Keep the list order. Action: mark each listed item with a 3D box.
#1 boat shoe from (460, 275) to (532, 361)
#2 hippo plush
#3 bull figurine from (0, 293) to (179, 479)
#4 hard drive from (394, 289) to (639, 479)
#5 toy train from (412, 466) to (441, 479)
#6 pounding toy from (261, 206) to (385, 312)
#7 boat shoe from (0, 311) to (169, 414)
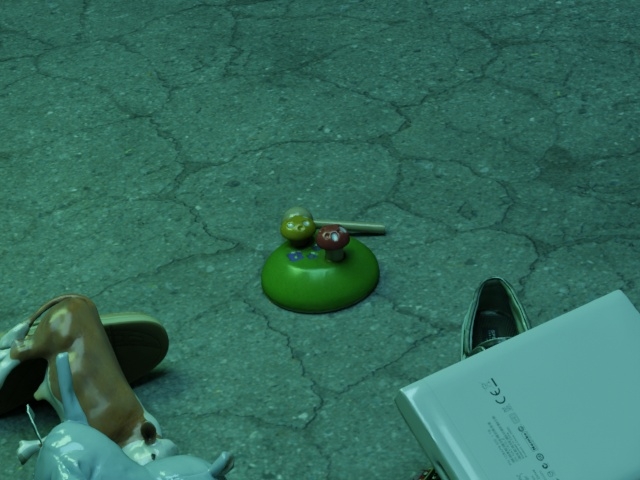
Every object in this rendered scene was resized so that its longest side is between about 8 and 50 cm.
[{"bbox_3d":[0.230,0.174,1.953,0.121,0.119,0.335,-6,36,-1],"label":"boat shoe"},{"bbox_3d":[-0.233,0.334,1.765,0.236,0.234,0.294,14,41,-27],"label":"hippo plush"},{"bbox_3d":[-0.313,0.218,1.933,0.188,0.101,0.310,-23,64,-10],"label":"bull figurine"},{"bbox_3d":[0.297,0.220,1.840,0.353,0.047,0.233,-22,66,-25],"label":"hard drive"},{"bbox_3d":[0.133,0.305,1.859,0.036,0.027,0.158,4,33,36],"label":"toy train"},{"bbox_3d":[0.000,0.000,2.277,0.183,0.110,0.237,1,34,11],"label":"pounding toy"},{"bbox_3d":[-0.385,0.156,2.089,0.341,0.122,0.110,-13,33,-7],"label":"boat shoe"}]
